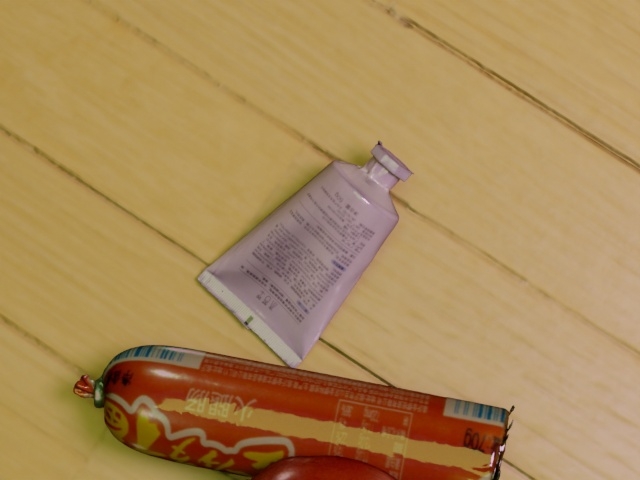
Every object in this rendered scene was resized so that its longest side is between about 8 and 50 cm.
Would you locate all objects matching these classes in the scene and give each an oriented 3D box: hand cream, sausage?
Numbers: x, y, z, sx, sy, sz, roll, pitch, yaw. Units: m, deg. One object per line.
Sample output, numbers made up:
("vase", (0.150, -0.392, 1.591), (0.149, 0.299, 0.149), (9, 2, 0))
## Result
("hand cream", (0.000, 0.000, 1.168), (0.084, 0.053, 0.142), (43, 101, 8))
("sausage", (-0.020, 0.111, 1.135), (0.264, 0.083, 0.083), (10, 82, 5))

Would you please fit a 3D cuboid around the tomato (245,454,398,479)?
("tomato", (-0.007, 0.206, 1.079), (0.139, 0.091, 0.159), (26, 110, -1))
